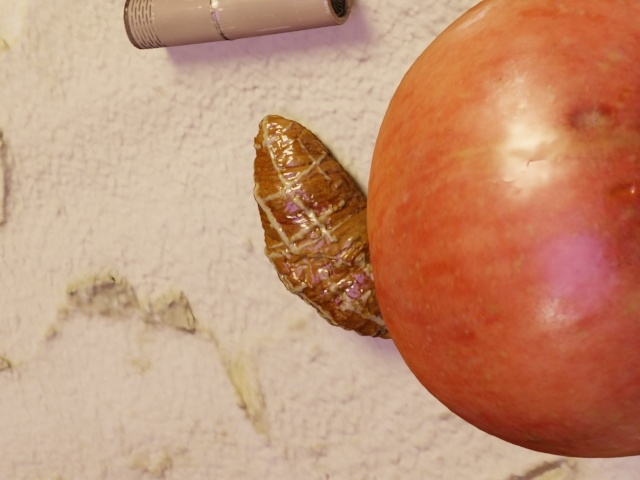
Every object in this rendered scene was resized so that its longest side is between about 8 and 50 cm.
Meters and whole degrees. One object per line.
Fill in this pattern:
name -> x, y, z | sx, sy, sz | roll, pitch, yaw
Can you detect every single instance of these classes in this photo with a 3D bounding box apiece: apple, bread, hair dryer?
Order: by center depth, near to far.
apple -> 0.202, -0.021, 1.464 | 0.363, 0.364, 0.364 | 11, 120, 19
hair dryer -> -0.086, -0.274, 1.643 | 0.195, 0.053, 0.220 | -3, 108, 25
bread -> 0.000, 0.000, 1.728 | 0.105, 0.076, 0.233 | -24, 103, 31
